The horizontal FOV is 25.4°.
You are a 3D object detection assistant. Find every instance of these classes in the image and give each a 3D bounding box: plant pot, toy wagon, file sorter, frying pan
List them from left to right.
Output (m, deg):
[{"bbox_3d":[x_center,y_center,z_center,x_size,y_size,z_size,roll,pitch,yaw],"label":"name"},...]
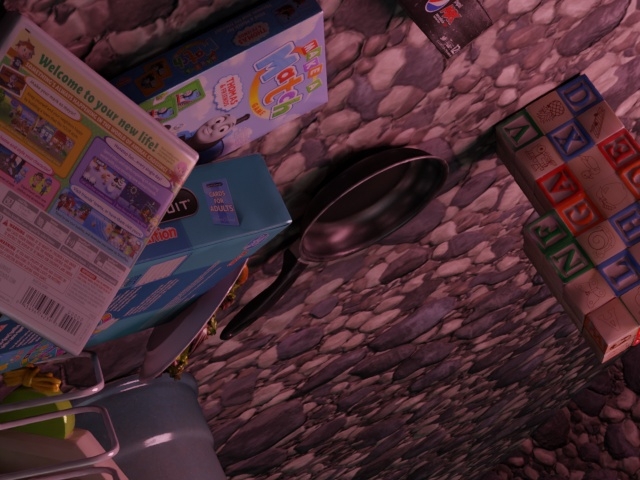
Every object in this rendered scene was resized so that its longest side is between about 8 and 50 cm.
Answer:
[{"bbox_3d":[-0.318,0.296,1.584,0.068,0.267,0.344,-48,145,-72],"label":"toy wagon"},{"bbox_3d":[-0.276,0.260,1.379,0.173,0.277,0.193,-11,-170,-11],"label":"file sorter"},{"bbox_3d":[-0.228,0.393,1.783,0.341,0.334,0.341,-28,158,-13],"label":"plant pot"},{"bbox_3d":[0.022,-0.005,1.655,0.197,0.053,0.326,-10,151,-45],"label":"frying pan"}]

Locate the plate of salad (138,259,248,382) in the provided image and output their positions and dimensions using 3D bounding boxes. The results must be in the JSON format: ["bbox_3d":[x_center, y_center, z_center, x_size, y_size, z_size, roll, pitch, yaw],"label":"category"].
[{"bbox_3d":[-0.124,0.074,1.500,0.200,0.048,0.200,-48,-166,16],"label":"plate of salad"}]

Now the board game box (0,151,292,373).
[{"bbox_3d":[-0.230,0.035,1.280,0.336,0.079,0.254,-15,165,-40],"label":"board game box"}]

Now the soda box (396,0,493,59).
[{"bbox_3d":[0.101,-0.225,1.284,0.060,0.053,0.169,-37,159,10],"label":"soda box"}]

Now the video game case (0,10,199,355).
[{"bbox_3d":[-0.210,-0.037,1.081,0.212,0.023,0.193,39,78,-44],"label":"video game case"}]

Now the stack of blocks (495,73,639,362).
[{"bbox_3d":[0.324,-0.028,1.684,0.171,0.297,0.087,-30,161,-4],"label":"stack of blocks"}]

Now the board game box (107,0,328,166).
[{"bbox_3d":[-0.094,-0.126,1.248,0.211,0.039,0.160,-29,159,-10],"label":"board game box"}]
